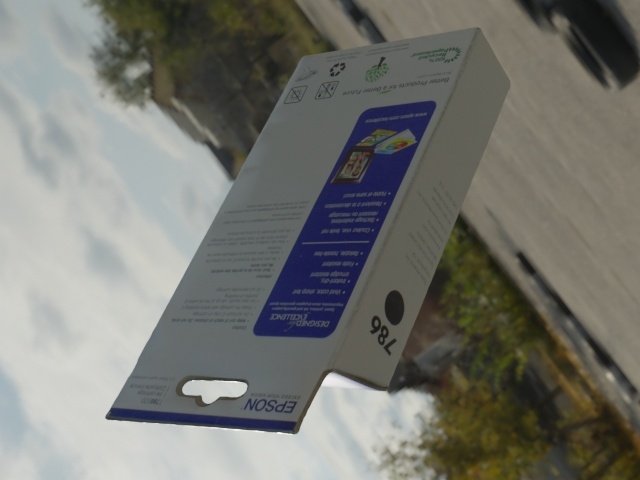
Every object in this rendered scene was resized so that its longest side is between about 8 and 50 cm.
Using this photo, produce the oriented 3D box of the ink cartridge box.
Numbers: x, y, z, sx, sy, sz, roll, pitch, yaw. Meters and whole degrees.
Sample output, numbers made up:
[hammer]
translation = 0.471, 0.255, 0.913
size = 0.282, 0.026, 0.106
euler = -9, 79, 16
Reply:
[ink cartridge box]
translation = 0.000, 0.000, 0.818
size = 0.165, 0.333, 0.065
euler = -1, 139, 39
